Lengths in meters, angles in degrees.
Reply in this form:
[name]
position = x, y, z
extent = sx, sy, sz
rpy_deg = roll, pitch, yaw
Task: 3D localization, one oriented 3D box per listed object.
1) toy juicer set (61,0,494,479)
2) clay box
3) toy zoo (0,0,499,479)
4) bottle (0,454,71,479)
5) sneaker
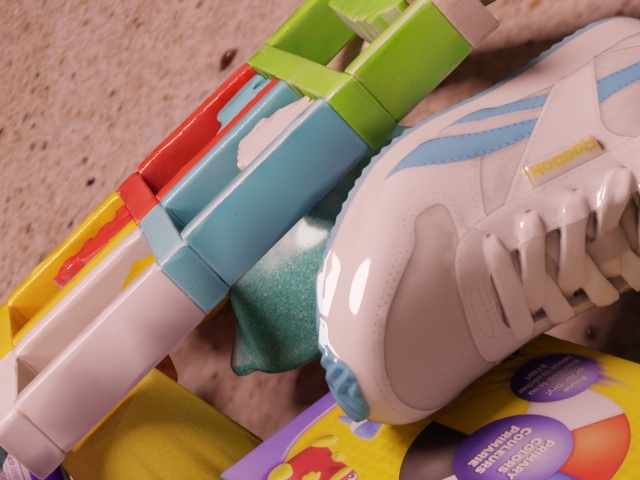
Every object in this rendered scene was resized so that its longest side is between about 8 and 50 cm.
[toy juicer set]
position = 0.000, 0.000, 0.743
extent = 0.329, 0.089, 0.209
rpy_deg = -49, 16, -13
[clay box]
position = 0.082, 0.095, 0.552
extent = 0.127, 0.053, 0.222
rpy_deg = -35, 29, -28
[toy zoo]
position = -0.063, -0.006, 0.692
extent = 0.293, 0.030, 0.192
rpy_deg = -45, 16, 0
[bottle]
position = -0.128, 0.193, 0.679
extent = 0.283, 0.092, 0.118
rpy_deg = 57, 137, 50
[sneaker]
position = 0.090, -0.012, 0.592
extent = 0.229, 0.087, 0.092
rpy_deg = -40, 35, -28
